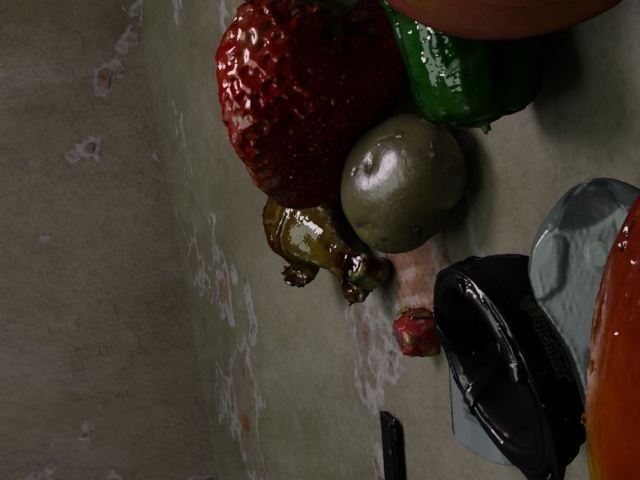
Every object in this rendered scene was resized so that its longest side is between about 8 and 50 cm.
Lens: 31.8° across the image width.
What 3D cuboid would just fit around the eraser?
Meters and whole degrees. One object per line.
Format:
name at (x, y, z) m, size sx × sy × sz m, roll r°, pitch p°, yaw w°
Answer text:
eraser at (0.224, 0.162, 1.487) m, size 0.174 × 0.081 × 0.227 m, roll -154°, pitch 57°, yaw -71°

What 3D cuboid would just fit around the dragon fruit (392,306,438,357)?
dragon fruit at (0.145, 0.137, 1.726) m, size 0.060 × 0.056 × 0.083 m, roll 101°, pitch 154°, yaw -46°

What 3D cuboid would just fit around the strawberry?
strawberry at (-0.027, -0.210, 1.674) m, size 0.267 × 0.312 × 0.351 m, roll 29°, pitch 129°, yaw 39°

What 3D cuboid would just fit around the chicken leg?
chicken leg at (-0.013, 0.005, 1.980) m, size 0.361 × 0.140 × 0.211 m, roll -114°, pitch 33°, yaw -45°

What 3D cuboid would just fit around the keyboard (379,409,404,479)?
keyboard at (0.126, 0.410, 1.944) m, size 0.072 × 0.023 × 0.231 m, roll -147°, pitch 51°, yaw -73°

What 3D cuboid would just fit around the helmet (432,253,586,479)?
helmet at (0.250, 0.132, 1.284) m, size 0.279 × 0.160 × 0.230 m, roll 61°, pitch 164°, yaw 12°

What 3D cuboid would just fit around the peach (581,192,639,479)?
peach at (0.340, 0.094, 0.765) m, size 0.353 × 0.339 × 0.416 m, roll -146°, pitch 55°, yaw -63°

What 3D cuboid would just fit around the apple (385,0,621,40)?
apple at (0.179, -0.371, 1.034) m, size 0.364 × 0.364 × 0.364 m, roll 171°, pitch 90°, yaw -70°

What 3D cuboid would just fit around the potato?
potato at (0.116, -0.081, 1.583) m, size 0.178 × 0.160 × 0.235 m, roll 56°, pitch 147°, yaw 0°

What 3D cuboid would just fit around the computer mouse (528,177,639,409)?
computer mouse at (0.328, 0.120, 1.133) m, size 0.167 × 0.090 × 0.379 m, roll -16°, pitch 85°, yaw 35°

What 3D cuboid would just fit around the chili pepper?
chili pepper at (0.165, -0.312, 1.279) m, size 0.167 × 0.213 × 0.385 m, roll -11°, pitch 90°, yaw 50°
